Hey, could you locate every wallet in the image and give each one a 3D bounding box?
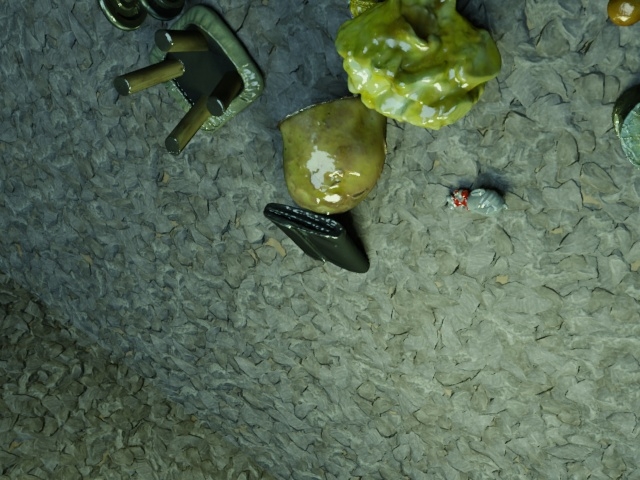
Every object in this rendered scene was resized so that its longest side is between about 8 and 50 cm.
[{"bbox_3d":[0.000,0.001,1.998,0.228,0.062,0.406,16,169,18],"label":"wallet"}]

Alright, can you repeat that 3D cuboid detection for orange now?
[{"bbox_3d":[0.634,-0.485,1.473,0.085,0.085,0.085,15,125,22],"label":"orange"}]

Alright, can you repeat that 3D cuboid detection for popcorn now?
[{"bbox_3d":[0.230,-0.424,1.647,0.334,0.292,0.293,51,156,-16],"label":"popcorn"}]

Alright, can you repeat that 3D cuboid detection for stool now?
[{"bbox_3d":[-0.369,-0.446,1.989,0.310,0.226,0.310,-32,100,38],"label":"stool"}]

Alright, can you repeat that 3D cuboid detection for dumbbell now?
[{"bbox_3d":[-0.486,-0.676,1.932,0.290,0.192,0.192,-1,118,30],"label":"dumbbell"}]

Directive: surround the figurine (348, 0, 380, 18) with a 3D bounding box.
[{"bbox_3d":[0.095,-0.570,1.719,0.115,0.095,0.156,5,118,15],"label":"figurine"}]

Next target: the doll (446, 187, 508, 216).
[{"bbox_3d":[0.407,-0.100,1.855,0.180,0.079,0.094,8,138,41],"label":"doll"}]

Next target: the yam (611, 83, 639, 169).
[{"bbox_3d":[0.687,-0.249,1.491,0.154,0.254,0.154,7,113,17],"label":"yam"}]

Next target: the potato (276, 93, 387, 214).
[{"bbox_3d":[0.051,-0.196,1.810,0.289,0.301,0.237,-26,73,33],"label":"potato"}]
